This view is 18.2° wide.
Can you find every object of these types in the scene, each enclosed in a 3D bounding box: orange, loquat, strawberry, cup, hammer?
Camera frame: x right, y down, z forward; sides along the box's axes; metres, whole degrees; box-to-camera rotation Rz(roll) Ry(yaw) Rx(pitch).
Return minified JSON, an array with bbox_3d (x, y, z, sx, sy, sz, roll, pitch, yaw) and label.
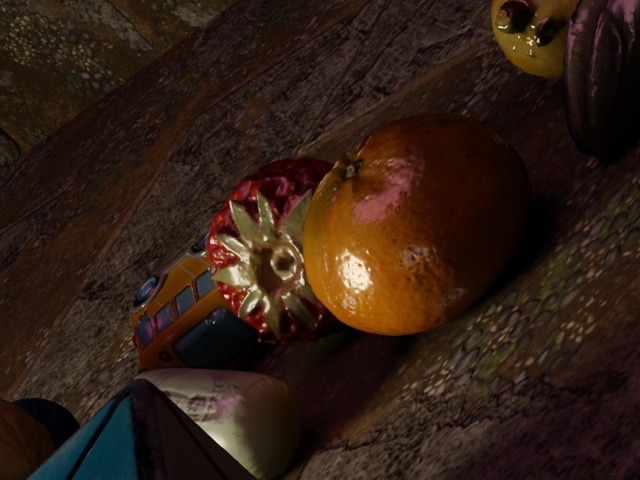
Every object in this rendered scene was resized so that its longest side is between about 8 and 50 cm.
[{"bbox_3d":[0.089,-0.021,1.941,0.240,0.171,0.240,-36,21,17],"label":"orange"},{"bbox_3d":[0.256,-0.244,2.088,0.204,0.149,0.172,-23,2,-44],"label":"loquat"},{"bbox_3d":[0.000,0.000,2.166,0.205,0.205,0.244,-38,-4,25],"label":"strawberry"},{"bbox_3d":[-0.347,0.290,2.367,0.155,0.131,0.176,-128,51,-76],"label":"cup"},{"bbox_3d":[-0.147,0.265,1.951,0.202,0.113,0.305,-2,55,41],"label":"hammer"}]

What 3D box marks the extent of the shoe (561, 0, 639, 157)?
[{"bbox_3d":[0.349,-0.230,1.932,0.171,0.132,0.336,13,81,23],"label":"shoe"}]

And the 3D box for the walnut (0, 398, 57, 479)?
[{"bbox_3d":[-0.390,0.311,2.153,0.285,0.296,0.285,-21,-18,-7],"label":"walnut"}]

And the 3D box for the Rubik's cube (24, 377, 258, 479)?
[{"bbox_3d":[-0.140,0.305,1.588,0.259,0.255,0.260,-43,16,5],"label":"Rubik's cube"}]

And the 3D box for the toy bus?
[{"bbox_3d":[-0.124,0.086,2.304,0.209,0.126,0.136,-39,26,21],"label":"toy bus"}]
